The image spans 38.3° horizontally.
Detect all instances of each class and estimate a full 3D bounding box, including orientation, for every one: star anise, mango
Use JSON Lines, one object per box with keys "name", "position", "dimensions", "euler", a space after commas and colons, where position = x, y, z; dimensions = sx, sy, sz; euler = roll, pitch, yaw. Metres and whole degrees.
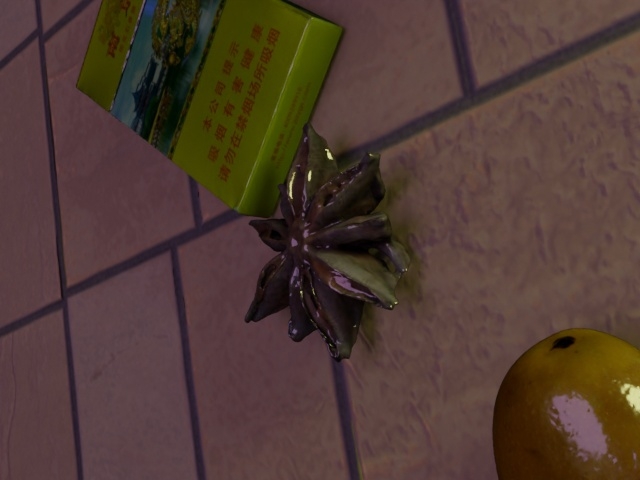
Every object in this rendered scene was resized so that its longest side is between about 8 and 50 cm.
{"name": "star anise", "position": [0.000, 0.000, 0.753], "dimensions": [0.182, 0.065, 0.195], "euler": [-8, 85, 49]}
{"name": "mango", "position": [0.175, 0.163, 0.539], "dimensions": [0.136, 0.099, 0.228], "euler": [-18, 82, 38]}

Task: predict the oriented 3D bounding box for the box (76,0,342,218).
{"name": "box", "position": [-0.126, -0.177, 0.906], "dimensions": [0.335, 0.047, 0.187], "euler": [37, 113, 41]}
